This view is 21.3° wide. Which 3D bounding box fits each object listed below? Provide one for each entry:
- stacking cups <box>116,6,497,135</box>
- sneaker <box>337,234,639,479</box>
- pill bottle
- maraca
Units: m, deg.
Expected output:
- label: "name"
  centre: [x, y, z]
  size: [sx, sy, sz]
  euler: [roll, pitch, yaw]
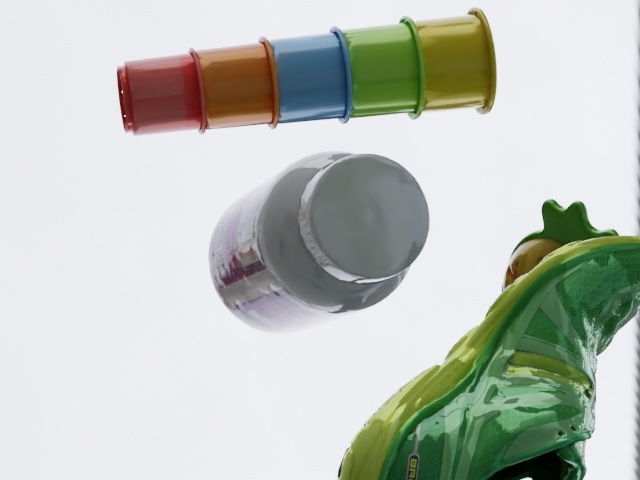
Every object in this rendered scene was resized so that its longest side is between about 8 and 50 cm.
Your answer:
- label: "stacking cups"
  centre: [-0.014, -0.136, 1.453]
  size: [0.096, 0.316, 0.096]
  euler: [173, -90, -83]
- label: "sneaker"
  centre: [0.137, 0.109, 1.128]
  size: [0.123, 0.295, 0.109]
  euler: [40, -28, 17]
- label: "pill bottle"
  centre: [0.000, 0.000, 1.771]
  size: [0.301, 0.169, 0.169]
  euler: [-24, -99, 68]
- label: "maraca"
  centre: [0.228, 0.040, 1.574]
  size: [0.127, 0.099, 0.185]
  euler: [40, -38, 20]
